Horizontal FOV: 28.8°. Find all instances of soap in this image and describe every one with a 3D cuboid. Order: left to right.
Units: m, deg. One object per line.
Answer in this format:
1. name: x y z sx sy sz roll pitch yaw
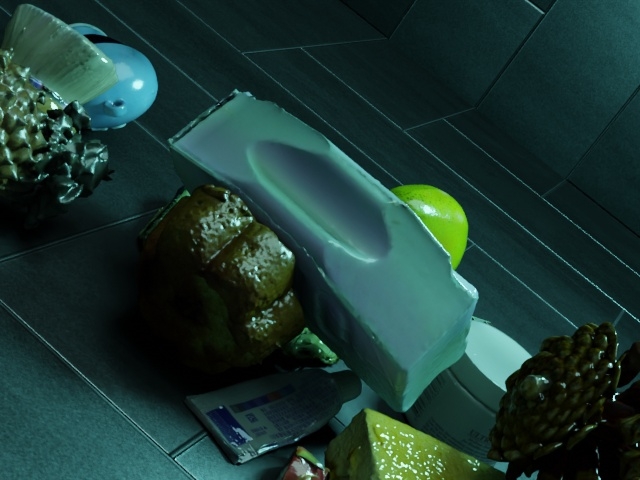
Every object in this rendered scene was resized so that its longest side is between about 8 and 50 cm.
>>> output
1. soap: 0.000 0.000 1.659 0.446 0.156 0.261 43 -17 19

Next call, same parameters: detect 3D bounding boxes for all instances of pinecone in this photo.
1. pinecone: 0.342 0.249 1.580 0.264 0.264 0.264 30 22 -14

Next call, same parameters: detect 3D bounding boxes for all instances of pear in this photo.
1. pear: 0.161 -0.011 2.174 0.187 0.187 0.219 47 10 26

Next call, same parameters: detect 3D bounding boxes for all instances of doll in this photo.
1. doll: -0.360 -0.260 1.993 0.177 0.141 0.314 -10 28 -18

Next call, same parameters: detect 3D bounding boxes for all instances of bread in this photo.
1. bread: -0.124 0.055 1.562 0.232 0.247 0.135 33 46 16
2. bread: 0.144 0.342 1.547 0.274 0.114 0.185 26 27 -20

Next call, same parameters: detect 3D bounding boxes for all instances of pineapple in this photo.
1. pineapple: -0.403 -0.125 1.572 0.357 0.223 0.223 29 22 -35

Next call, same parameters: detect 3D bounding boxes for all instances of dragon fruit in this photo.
1. dragon fruit: -0.020 0.283 1.491 0.056 0.060 0.083 34 20 4

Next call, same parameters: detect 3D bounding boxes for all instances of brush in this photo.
1. brush: -0.434 -0.244 1.752 0.266 0.166 0.174 30 -8 8

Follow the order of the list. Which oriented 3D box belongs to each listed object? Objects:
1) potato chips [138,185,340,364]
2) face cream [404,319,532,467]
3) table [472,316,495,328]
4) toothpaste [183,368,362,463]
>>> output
1. potato chips: -0.081 0.040 1.892 0.358 0.070 0.429 41 24 2
2. face cream: 0.230 0.231 1.840 0.177 0.153 0.177 29 24 -14
3. table: 0.230 0.182 2.056 0.175 0.062 0.146 20 27 -32
4. toothpaste: -0.044 0.215 1.607 0.099 0.069 0.282 14 17 38
